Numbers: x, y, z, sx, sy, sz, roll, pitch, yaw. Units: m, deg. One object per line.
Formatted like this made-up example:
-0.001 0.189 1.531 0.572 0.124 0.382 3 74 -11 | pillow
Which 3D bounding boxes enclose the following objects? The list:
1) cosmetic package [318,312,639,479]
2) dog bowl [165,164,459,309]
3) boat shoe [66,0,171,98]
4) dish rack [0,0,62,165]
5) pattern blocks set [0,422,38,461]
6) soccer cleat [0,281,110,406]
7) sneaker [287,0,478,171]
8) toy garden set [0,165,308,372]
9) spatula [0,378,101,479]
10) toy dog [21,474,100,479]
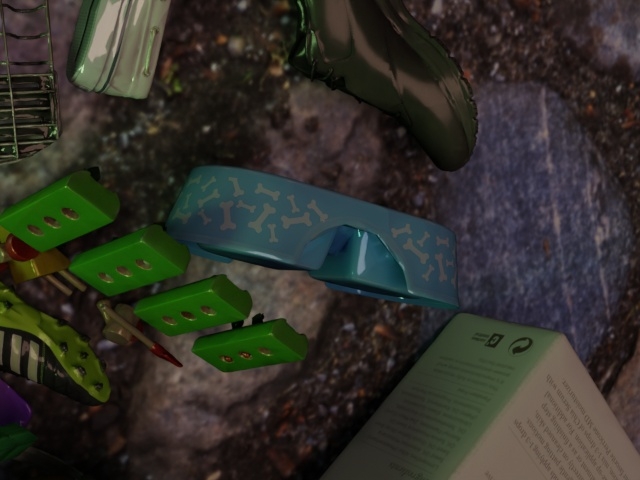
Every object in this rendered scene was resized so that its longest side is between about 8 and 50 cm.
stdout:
0.113 0.315 0.799 0.453 0.161 0.230 -46 114 -22 | cosmetic package
0.000 0.000 0.741 0.297 0.166 0.074 14 83 -24 | dog bowl
-0.153 -0.233 0.681 0.076 0.083 0.226 12 107 -36 | boat shoe
-0.310 -0.190 0.620 0.208 0.074 0.271 -6 104 -21 | dish rack
-0.340 0.287 0.617 0.026 0.285 0.324 29 88 19 | pattern blocks set
-0.264 0.095 0.704 0.072 0.060 0.179 -34 120 15 | soccer cleat
0.044 -0.177 0.763 0.130 0.109 0.286 -37 102 -6 | sneaker
-0.158 0.034 0.677 0.244 0.204 0.049 41 51 -31 | toy garden set
-0.245 0.217 0.742 0.296 0.030 0.084 43 85 -24 | spatula
-0.228 0.368 0.550 0.408 0.285 0.395 -57 156 -23 | toy dog
